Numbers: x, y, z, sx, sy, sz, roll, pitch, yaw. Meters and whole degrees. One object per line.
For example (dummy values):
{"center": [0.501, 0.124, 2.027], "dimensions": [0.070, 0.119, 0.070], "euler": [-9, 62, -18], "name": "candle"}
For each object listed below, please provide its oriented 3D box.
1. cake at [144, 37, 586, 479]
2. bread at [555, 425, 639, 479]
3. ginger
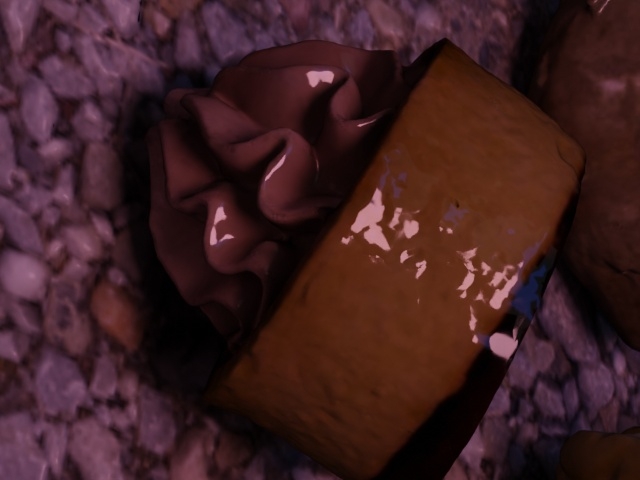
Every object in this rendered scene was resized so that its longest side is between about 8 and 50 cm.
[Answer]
{"center": [0.000, 0.000, 0.800], "dimensions": [0.178, 0.185, 0.208], "euler": [24, 85, -4], "name": "cake"}
{"center": [0.240, 0.279, 1.040], "dimensions": [0.300, 0.210, 0.341], "euler": [7, 80, -41], "name": "bread"}
{"center": [0.243, -0.052, 1.156], "dimensions": [0.304, 0.155, 0.244], "euler": [5, 73, -61], "name": "ginger"}
